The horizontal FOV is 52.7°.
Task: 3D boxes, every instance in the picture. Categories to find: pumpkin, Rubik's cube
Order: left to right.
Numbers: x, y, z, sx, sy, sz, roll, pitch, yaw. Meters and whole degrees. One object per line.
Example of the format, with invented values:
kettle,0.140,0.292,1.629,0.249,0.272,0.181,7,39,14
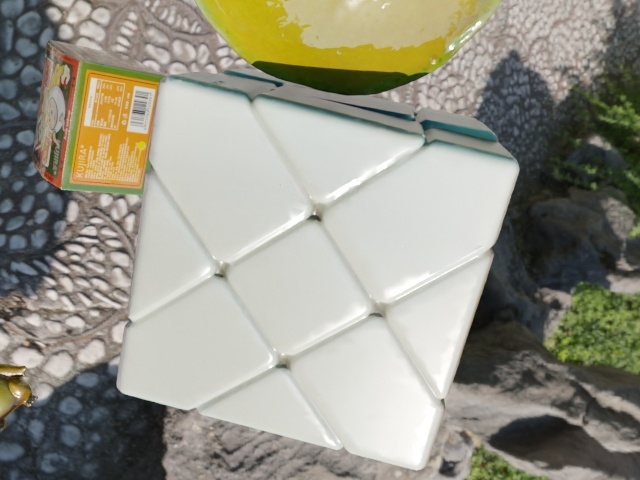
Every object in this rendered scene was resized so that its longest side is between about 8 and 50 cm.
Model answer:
Rubik's cube,0.000,0.000,0.710,0.316,0.322,0.318,-63,166,-72
pumpkin,0.026,-0.278,0.552,0.332,0.332,0.199,32,41,-38

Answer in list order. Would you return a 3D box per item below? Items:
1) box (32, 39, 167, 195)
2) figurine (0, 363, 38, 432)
box,-0.355,-0.193,1.015,0.148,0.177,0.195,1,113,-39
figurine,-0.533,0.206,1.005,0.121,0.122,0.176,-40,122,-13
